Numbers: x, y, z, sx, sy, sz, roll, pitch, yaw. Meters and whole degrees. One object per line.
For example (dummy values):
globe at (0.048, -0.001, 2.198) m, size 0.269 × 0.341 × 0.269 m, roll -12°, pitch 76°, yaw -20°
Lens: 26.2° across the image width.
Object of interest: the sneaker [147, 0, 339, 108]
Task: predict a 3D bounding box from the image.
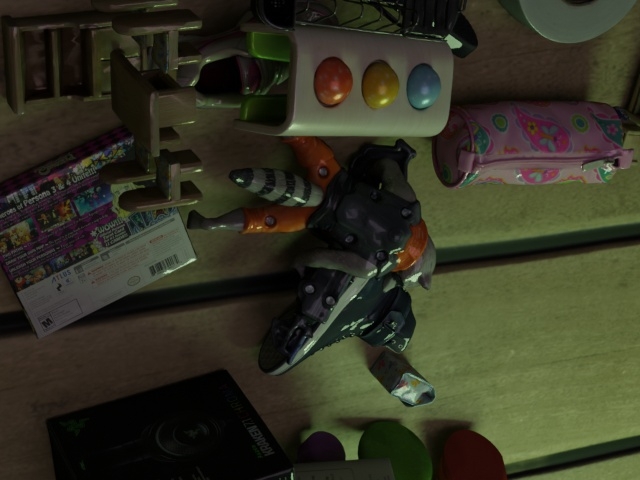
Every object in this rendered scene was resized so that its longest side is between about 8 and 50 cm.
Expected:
sneaker at (-0.083, -0.216, 1.674) m, size 0.252 × 0.111 × 0.103 m, roll -24°, pitch 125°, yaw -15°

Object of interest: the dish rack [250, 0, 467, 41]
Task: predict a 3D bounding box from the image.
dish rack at (0.053, -0.320, 1.491) m, size 0.271 × 0.074 × 0.208 m, roll 3°, pitch 95°, yaw -24°

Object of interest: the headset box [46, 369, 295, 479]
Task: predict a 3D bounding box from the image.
headset box at (-0.208, 0.319, 1.821) m, size 0.283 × 0.246 × 0.131 m, roll -14°, pitch 123°, yaw -20°

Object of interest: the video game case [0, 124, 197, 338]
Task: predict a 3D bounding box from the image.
video game case at (-0.292, -0.012, 1.719) m, size 0.232 × 0.042 × 0.210 m, roll -28°, pitch 126°, yaw -13°

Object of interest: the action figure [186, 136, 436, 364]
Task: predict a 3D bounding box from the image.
action figure at (0.000, 0.000, 1.784) m, size 0.330 × 0.178 × 0.341 m, roll 22°, pitch 89°, yaw -17°

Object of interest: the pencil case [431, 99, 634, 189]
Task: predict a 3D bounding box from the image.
pencil case at (0.295, -0.134, 1.920) m, size 0.284 × 0.124 × 0.124 m, roll -2°, pitch 117°, yaw -26°

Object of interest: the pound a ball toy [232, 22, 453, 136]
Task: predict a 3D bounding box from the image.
pound a ball toy at (0.023, -0.226, 1.613) m, size 0.319 × 0.136 × 0.208 m, roll -3°, pitch 101°, yaw -46°

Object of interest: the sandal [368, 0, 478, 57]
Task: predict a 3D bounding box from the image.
sandal at (0.105, -0.300, 1.748) m, size 0.054 × 0.097 × 0.254 m, roll -35°, pitch 132°, yaw 27°

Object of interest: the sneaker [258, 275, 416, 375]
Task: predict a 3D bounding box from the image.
sneaker at (0.033, 0.136, 1.949) m, size 0.226 × 0.086 × 0.163 m, roll -45°, pitch 127°, yaw 2°

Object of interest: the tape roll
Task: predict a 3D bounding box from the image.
tape roll at (0.337, -0.379, 1.835) m, size 0.219 × 0.072 × 0.219 m, roll -13°, pitch 122°, yaw -21°

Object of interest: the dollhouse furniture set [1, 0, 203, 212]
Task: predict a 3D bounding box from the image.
dollhouse furniture set at (-0.245, -0.170, 1.531) m, size 0.161 × 0.242 × 0.212 m, roll -10°, pitch 120°, yaw -23°

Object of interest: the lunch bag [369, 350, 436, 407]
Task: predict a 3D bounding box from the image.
lunch bag at (0.126, 0.212, 2.049) m, size 0.083 × 0.071 × 0.053 m, roll 27°, pitch 100°, yaw -37°

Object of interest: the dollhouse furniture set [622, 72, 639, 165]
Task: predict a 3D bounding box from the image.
dollhouse furniture set at (0.541, -0.184, 2.033) m, size 0.161 × 0.101 × 0.182 m, roll 1°, pitch 116°, yaw -29°

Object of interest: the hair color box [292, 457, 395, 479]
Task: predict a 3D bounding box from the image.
hair color box at (-0.073, 0.415, 1.920) m, size 0.374 × 0.185 × 0.113 m, roll -3°, pitch 120°, yaw -7°

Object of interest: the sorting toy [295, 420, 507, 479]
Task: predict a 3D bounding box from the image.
sorting toy at (0.110, 0.365, 2.129) m, size 0.365 × 0.127 × 0.126 m, roll 9°, pitch 141°, yaw -29°
